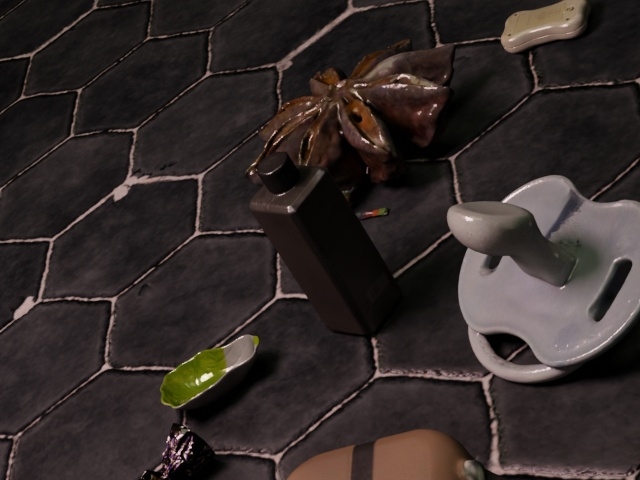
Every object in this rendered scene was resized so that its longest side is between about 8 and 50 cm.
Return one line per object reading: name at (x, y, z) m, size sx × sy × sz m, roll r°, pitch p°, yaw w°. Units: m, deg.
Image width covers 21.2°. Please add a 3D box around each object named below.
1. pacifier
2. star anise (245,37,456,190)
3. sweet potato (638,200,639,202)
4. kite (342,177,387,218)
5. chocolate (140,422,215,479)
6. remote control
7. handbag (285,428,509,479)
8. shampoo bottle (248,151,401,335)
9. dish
pacifier at (0.216, 0.023, 1.794) m, size 0.279 × 0.207 × 0.227 m, roll 24°, pitch 80°, yaw 54°
star anise at (0.051, -0.155, 2.259) m, size 0.332 × 0.117 × 0.332 m, roll -29°, pitch 27°, yaw 17°
sweet potato at (0.339, -0.018, 1.900) m, size 0.095 × 0.034 × 0.034 m, roll -34°, pitch 30°, yaw -23°
kite at (0.019, -0.028, 2.210) m, size 0.160 × 0.010 × 0.183 m, roll -9°, pitch 39°, yaw 33°
chocolate at (-0.183, 0.277, 1.923) m, size 0.147 × 0.070 × 0.072 m, roll -49°, pitch 8°, yaw -26°
remote control at (0.304, -0.290, 2.298) m, size 0.122 × 0.032 × 0.074 m, roll -11°, pitch 38°, yaw 29°
handbag at (0.090, 0.312, 1.563) m, size 0.283 × 0.149 × 0.302 m, roll -18°, pitch 33°, yaw 18°
shampoo bottle at (0.000, 0.000, 1.965) m, size 0.079 × 0.246 × 0.080 m, roll 6°, pitch 48°, yaw 44°
dish at (-0.124, 0.166, 2.045) m, size 0.137 × 0.039 × 0.091 m, roll -30°, pitch 27°, yaw 3°
